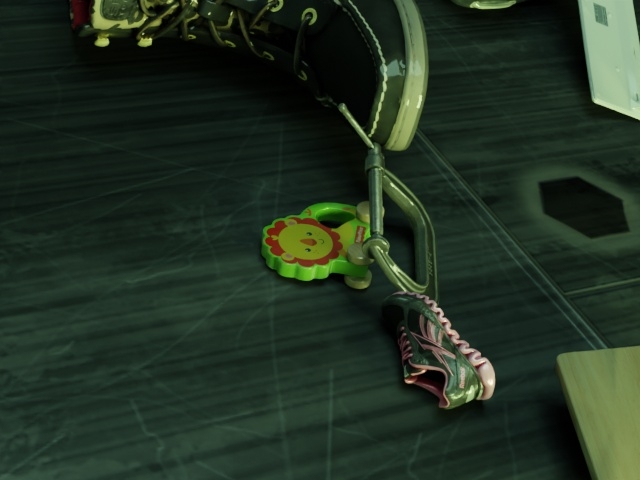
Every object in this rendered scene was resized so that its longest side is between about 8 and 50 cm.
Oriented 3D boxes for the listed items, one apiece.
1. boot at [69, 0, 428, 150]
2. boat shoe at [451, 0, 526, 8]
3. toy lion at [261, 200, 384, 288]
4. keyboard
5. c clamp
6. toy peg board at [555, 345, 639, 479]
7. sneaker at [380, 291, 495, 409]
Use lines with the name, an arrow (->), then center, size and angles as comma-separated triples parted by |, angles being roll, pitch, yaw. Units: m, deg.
boot -> -0.076, -0.209, 1.447 | 0.284, 0.138, 0.377 | 3, 36, -21
boat shoe -> 0.253, -0.333, 1.780 | 0.302, 0.091, 0.114 | -15, 67, -39
toy lion -> 0.000, 0.000, 1.306 | 0.096, 0.034, 0.100 | 11, 36, 3
keyboard -> 0.307, -0.238, 1.679 | 0.072, 0.014, 0.256 | 14, 53, -19
c clamp -> 0.056, -0.018, 1.302 | 0.137, 0.022, 0.160 | 43, 30, -37
toy peg board -> 0.273, 0.161, 1.189 | 0.161, 0.079, 0.161 | -5, 40, -4
sneaker -> 0.080, 0.087, 1.220 | 0.057, 0.047, 0.119 | -26, 52, -29
